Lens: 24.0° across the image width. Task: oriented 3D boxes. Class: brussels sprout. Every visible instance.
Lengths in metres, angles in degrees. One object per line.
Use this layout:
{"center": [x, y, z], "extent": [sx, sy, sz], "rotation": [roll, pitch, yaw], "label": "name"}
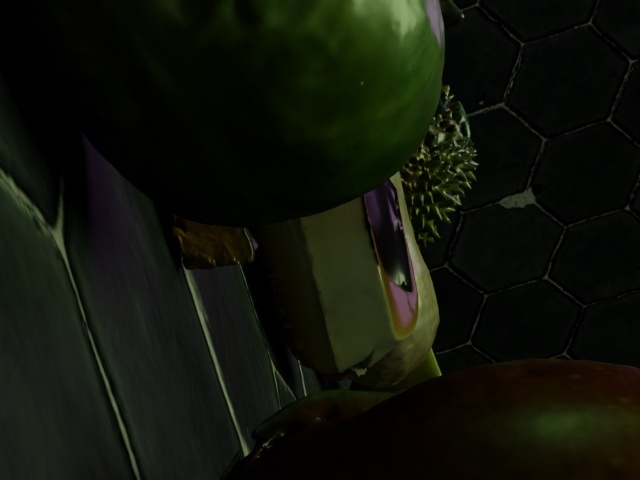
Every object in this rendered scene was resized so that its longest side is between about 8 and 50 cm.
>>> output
{"center": [-0.034, -0.086, 0.560], "extent": [0.161, 0.144, 0.181], "rotation": [47, -3, 28], "label": "brussels sprout"}

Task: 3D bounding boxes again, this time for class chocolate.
{"center": [0.021, -0.016, 1.373], "extent": [0.134, 0.134, 0.309], "rotation": [-68, 141, -85], "label": "chocolate"}

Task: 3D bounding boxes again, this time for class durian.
{"center": [0.065, -0.109, 1.761], "extent": [0.291, 0.224, 0.291], "rotation": [-15, 90, -82], "label": "durian"}

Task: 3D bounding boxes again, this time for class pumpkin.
{"center": [-0.054, -0.028, 0.766], "extent": [0.083, 0.053, 0.074], "rotation": [-122, -163, -76], "label": "pumpkin"}

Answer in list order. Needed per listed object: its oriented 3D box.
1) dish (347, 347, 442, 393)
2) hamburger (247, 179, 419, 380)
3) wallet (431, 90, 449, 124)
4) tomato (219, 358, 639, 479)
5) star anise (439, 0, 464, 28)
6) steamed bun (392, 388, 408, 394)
{"center": [0.090, 0.212, 1.486], "extent": [0.221, 0.108, 0.263], "rotation": [47, 25, -84], "label": "dish"}
{"center": [0.000, 0.000, 1.118], "extent": [0.173, 0.116, 0.210], "rotation": [52, 23, -58], "label": "hamburger"}
{"center": [-0.016, -0.215, 1.337], "extent": [0.290, 0.054, 0.251], "rotation": [37, 9, -11], "label": "wallet"}
{"center": [0.094, 0.175, 0.504], "extent": [0.303, 0.303, 0.239], "rotation": [66, 23, -65], "label": "tomato"}
{"center": [-0.029, -0.149, 0.665], "extent": [0.231, 0.209, 0.089], "rotation": [-56, -176, 49], "label": "star anise"}
{"center": [0.061, 0.190, 0.840], "extent": [0.172, 0.140, 0.155], "rotation": [-110, -175, -62], "label": "steamed bun"}
